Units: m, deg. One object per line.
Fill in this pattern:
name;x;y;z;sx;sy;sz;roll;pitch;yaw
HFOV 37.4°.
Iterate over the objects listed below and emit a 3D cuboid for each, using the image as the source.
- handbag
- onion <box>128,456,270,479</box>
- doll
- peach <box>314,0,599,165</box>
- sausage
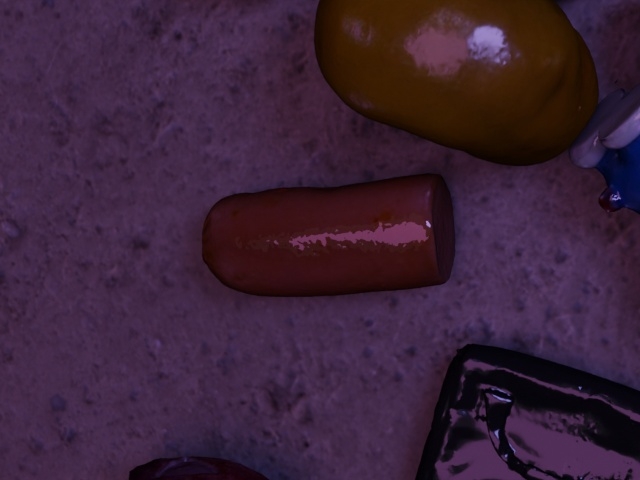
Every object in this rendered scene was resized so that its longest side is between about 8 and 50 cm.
handbag;0.232;0.242;0.904;0.275;0.088;0.244;17;101;21
onion;-0.105;0.360;0.982;0.230;0.272;0.256;10;109;-8
doll;0.331;-0.032;0.779;0.161;0.215;0.257;-45;94;-3
peach;0.110;-0.155;0.803;0.251;0.251;0.153;32;101;13
sausage;0.000;0.000;0.940;0.259;0.113;0.114;-5;96;20
